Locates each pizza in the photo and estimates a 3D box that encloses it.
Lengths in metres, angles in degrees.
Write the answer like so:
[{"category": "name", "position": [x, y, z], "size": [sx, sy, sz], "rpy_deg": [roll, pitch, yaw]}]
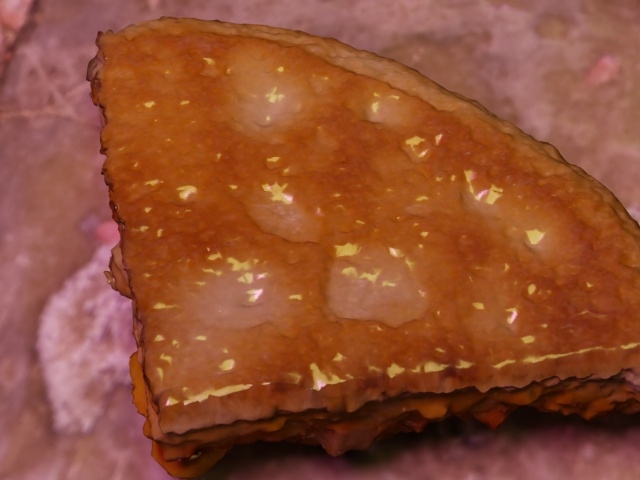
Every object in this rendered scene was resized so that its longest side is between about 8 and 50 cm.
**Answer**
[{"category": "pizza", "position": [0.030, -0.013, 0.907], "size": [0.268, 0.087, 0.258], "rpy_deg": [-6, 52, -7]}]
